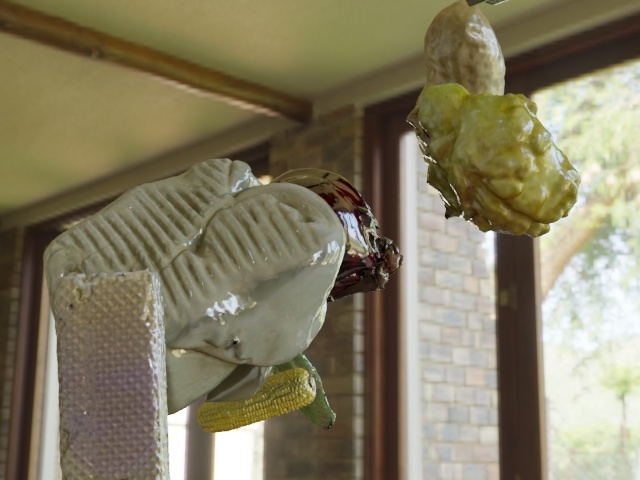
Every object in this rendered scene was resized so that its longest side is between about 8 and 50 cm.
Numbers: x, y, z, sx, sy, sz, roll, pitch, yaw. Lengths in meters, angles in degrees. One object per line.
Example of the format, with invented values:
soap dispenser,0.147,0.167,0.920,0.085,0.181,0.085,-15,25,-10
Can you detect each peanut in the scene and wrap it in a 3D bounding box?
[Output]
peanut,0.273,-0.293,2.088,0.192,0.387,0.169,-21,35,-30

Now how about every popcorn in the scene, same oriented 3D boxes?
popcorn,0.233,-0.107,1.444,0.266,0.192,0.233,38,5,-1

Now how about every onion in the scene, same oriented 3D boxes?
onion,-0.018,-0.010,1.640,0.280,0.221,0.281,27,-5,2

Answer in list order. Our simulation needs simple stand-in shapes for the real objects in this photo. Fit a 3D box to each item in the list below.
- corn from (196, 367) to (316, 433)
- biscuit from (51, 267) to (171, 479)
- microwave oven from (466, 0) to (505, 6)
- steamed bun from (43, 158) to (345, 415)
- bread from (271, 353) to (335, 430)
corn,-0.105,0.266,1.717,0.203,0.072,0.072,-20,-15,3
biscuit,-0.208,0.150,1.036,0.108,0.239,0.062,-4,-10,1
microwave oven,0.217,-0.507,1.488,0.218,0.286,0.355,-14,-7,37
steamed bun,-0.157,0.078,1.373,0.367,0.255,0.342,-25,40,-19
bread,-0.066,0.226,1.932,0.045,0.301,0.301,-31,-8,-13
